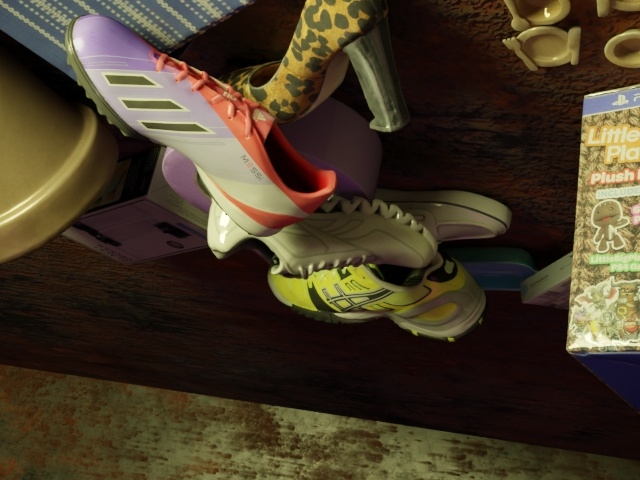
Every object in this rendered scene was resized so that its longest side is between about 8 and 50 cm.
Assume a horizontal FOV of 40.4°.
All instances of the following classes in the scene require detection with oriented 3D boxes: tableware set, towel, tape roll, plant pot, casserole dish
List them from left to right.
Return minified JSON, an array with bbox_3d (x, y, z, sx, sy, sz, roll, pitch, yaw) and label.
[{"bbox_3d":[-0.419,-0.136,1.071,0.263,0.263,0.229,-2,135,31],"label":"plant pot"},{"bbox_3d":[-0.211,-0.270,0.839,0.336,0.040,0.243,-17,143,38],"label":"towel"},{"bbox_3d":[-0.061,-0.099,1.132,0.275,0.090,0.275,11,158,4],"label":"tape roll"},{"bbox_3d":[0.265,0.043,1.382,0.188,0.037,0.114,0,156,28],"label":"casserole dish"},{"bbox_3d":[0.250,-0.203,0.813,0.169,0.020,0.141,0,155,26],"label":"tableware set"}]

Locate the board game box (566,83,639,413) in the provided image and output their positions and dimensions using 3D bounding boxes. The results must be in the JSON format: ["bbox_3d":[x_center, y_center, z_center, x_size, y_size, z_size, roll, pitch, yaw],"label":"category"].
[{"bbox_3d":[0.375,0.015,0.915,0.141,0.291,0.232,-7,152,36],"label":"board game box"}]

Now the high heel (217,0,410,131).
[{"bbox_3d":[-0.033,-0.212,0.902,0.261,0.093,0.186,13,138,36],"label":"high heel"}]

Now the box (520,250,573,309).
[{"bbox_3d":[0.420,0.068,1.309,0.186,0.038,0.145,10,154,-19],"label":"box"}]

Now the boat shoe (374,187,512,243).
[{"bbox_3d":[0.131,-0.020,1.226,0.268,0.088,0.096,7,157,12],"label":"boat shoe"}]

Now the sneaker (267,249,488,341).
[{"bbox_3d":[0.073,0.047,1.371,0.385,0.145,0.147,3,141,34],"label":"sneaker"}]

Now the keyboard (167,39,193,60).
[{"bbox_3d":[-0.233,-0.244,0.956,0.180,0.023,0.108,22,150,-23],"label":"keyboard"}]

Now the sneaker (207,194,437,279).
[{"bbox_3d":[0.000,0.000,1.071,0.292,0.118,0.110,14,156,-9],"label":"sneaker"}]

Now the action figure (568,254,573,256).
[{"bbox_3d":[0.467,0.009,1.159,0.232,0.063,0.137,15,156,2],"label":"action figure"}]

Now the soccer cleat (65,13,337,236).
[{"bbox_3d":[-0.116,-0.128,0.899,0.116,0.108,0.318,-24,126,35],"label":"soccer cleat"}]

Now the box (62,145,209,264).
[{"bbox_3d":[-0.281,-0.046,1.372,0.290,0.087,0.169,-10,149,43],"label":"box"}]
